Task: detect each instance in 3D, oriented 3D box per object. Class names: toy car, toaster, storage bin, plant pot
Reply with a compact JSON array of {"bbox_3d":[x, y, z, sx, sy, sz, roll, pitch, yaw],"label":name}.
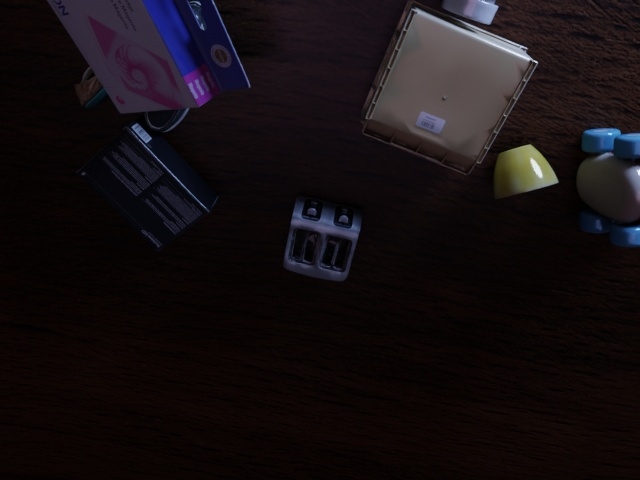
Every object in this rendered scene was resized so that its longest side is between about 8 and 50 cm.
[{"bbox_3d":[0.690,-0.125,1.078,0.238,0.210,0.219,-8,107,-3],"label":"toy car"},{"bbox_3d":[0.000,0.000,1.260,0.168,0.110,0.185,14,120,-1],"label":"toaster"},{"bbox_3d":[0.247,-0.305,1.057,0.262,0.123,0.260,20,120,-6],"label":"storage bin"},{"bbox_3d":[0.435,-0.153,1.128,0.134,0.134,0.095,-15,92,14],"label":"plant pot"}]

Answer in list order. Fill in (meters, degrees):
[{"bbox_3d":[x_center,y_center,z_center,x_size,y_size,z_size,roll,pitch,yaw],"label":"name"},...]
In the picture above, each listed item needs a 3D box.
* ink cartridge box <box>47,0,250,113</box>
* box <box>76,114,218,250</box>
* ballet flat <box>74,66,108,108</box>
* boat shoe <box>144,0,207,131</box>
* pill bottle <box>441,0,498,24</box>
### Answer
[{"bbox_3d":[-0.330,-0.389,0.932,0.330,0.071,0.324,5,136,34],"label":"ink cartridge box"},{"bbox_3d":[-0.405,-0.132,1.235,0.184,0.103,0.261,-34,111,19],"label":"box"},{"bbox_3d":[-0.461,-0.369,1.130,0.206,0.073,0.067,-30,98,17],"label":"ballet flat"},{"bbox_3d":[-0.319,-0.358,1.104,0.114,0.091,0.302,23,119,-7],"label":"boat shoe"},{"bbox_3d":[0.308,-0.517,0.931,0.121,0.121,0.221,17,120,-4],"label":"pill bottle"}]
